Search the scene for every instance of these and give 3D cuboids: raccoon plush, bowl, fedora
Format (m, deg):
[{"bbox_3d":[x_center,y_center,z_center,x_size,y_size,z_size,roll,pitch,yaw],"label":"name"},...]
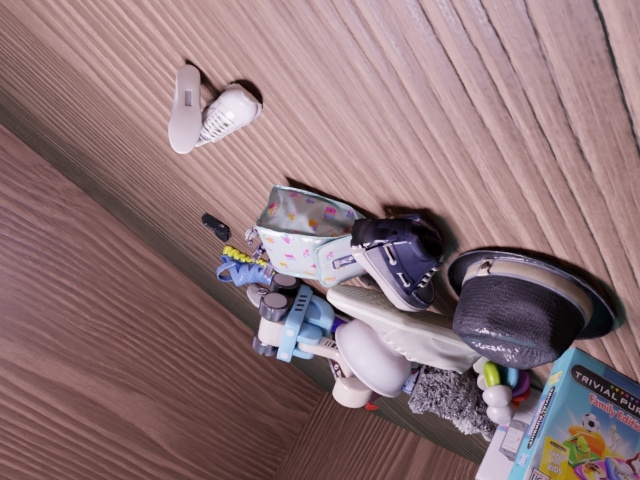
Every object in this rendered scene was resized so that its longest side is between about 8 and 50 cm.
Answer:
[{"bbox_3d":[0.452,0.474,1.462,0.299,0.216,0.446,22,156,13],"label":"raccoon plush"},{"bbox_3d":[0.203,0.354,1.569,0.298,0.134,0.298,37,-161,-15],"label":"bowl"},{"bbox_3d":[0.384,0.160,0.947,0.334,0.152,0.334,29,159,13],"label":"fedora"}]

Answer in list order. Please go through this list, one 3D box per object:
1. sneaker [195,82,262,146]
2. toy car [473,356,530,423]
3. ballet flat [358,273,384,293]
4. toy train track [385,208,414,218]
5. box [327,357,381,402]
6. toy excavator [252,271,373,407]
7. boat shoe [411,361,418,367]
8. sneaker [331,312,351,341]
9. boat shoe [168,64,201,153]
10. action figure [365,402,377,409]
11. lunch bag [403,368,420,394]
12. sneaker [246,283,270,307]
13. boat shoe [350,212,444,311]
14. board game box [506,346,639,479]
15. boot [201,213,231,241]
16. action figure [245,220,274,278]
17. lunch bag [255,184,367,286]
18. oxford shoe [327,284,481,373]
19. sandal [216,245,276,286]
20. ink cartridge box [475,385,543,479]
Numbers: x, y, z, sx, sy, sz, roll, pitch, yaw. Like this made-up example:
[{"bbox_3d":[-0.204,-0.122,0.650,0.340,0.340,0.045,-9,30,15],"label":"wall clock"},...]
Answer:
[{"bbox_3d":[-0.206,-0.254,1.003,0.090,0.094,0.235,45,155,-21],"label":"sneaker"},{"bbox_3d":[0.511,0.402,1.315,0.136,0.159,0.182,-15,124,12],"label":"toy car"},{"bbox_3d":[0.181,0.131,1.325,0.084,0.058,0.250,-27,130,26],"label":"ballet flat"},{"bbox_3d":[0.168,-0.048,1.008,0.048,0.014,0.083,45,156,-27],"label":"toy train track"},{"bbox_3d":[0.165,0.463,1.746,0.203,0.167,0.168,34,-159,-38],"label":"box"},{"bbox_3d":[-0.015,0.343,1.668,0.446,0.433,0.222,15,119,3],"label":"toy excavator"},{"bbox_3d":[0.317,0.447,1.806,0.125,0.046,0.038,32,155,-17],"label":"boat shoe"},{"bbox_3d":[0.097,0.407,1.896,0.293,0.146,0.102,46,156,-29],"label":"sneaker"},{"bbox_3d":[-0.284,-0.270,0.993,0.066,0.184,0.063,-2,178,-15],"label":"boat shoe"},{"bbox_3d":[0.242,0.546,1.928,0.139,0.280,0.091,-12,119,12],"label":"action figure"},{"bbox_3d":[0.476,0.597,1.803,0.243,0.115,0.303,40,159,-21],"label":"lunch bag"},{"bbox_3d":[-0.215,0.264,2.162,0.281,0.105,0.115,29,125,24],"label":"sneaker"},{"bbox_3d":[0.214,0.062,1.040,0.158,0.127,0.340,-8,147,37],"label":"boat shoe"},{"bbox_3d":[0.581,0.440,1.003,0.254,0.336,0.079,31,159,9],"label":"board game box"},{"bbox_3d":[-0.393,-0.044,1.793,0.121,0.045,0.099,32,162,4],"label":"boot"},{"bbox_3d":[-0.155,0.026,1.526,0.185,0.099,0.285,40,156,0],"label":"action figure"},{"bbox_3d":[0.000,0.000,1.165,0.262,0.160,0.223,13,150,15],"label":"lunch bag"},{"bbox_3d":[0.217,0.230,1.201,0.450,0.130,0.169,22,-167,-12],"label":"oxford shoe"},{"bbox_3d":[-0.298,0.133,1.905,0.318,0.138,0.126,16,150,35],"label":"sandal"},{"bbox_3d":[0.582,0.605,1.393,0.131,0.306,0.226,21,156,31],"label":"ink cartridge box"}]
